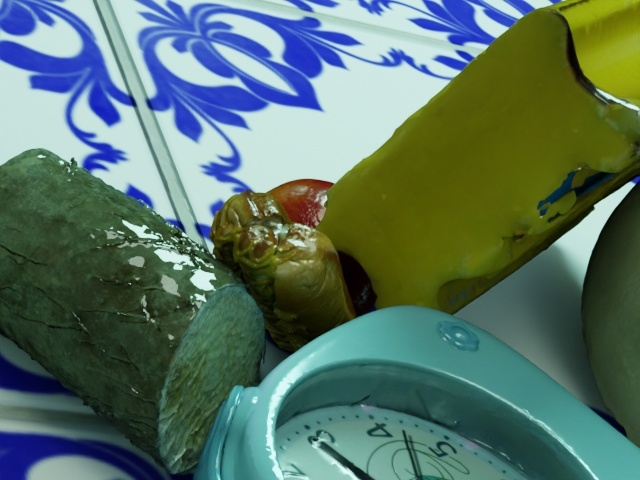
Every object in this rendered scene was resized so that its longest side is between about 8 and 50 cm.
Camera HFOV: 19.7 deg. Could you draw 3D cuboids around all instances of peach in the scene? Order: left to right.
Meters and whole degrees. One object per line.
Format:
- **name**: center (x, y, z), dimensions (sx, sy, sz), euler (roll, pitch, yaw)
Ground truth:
- **peach**: center (-0.001, -0.001, 1.080), dimensions (0.098, 0.061, 0.098), euler (23, 23, -10)

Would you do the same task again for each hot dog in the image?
- **hot dog**: center (-0.016, 0.024, 0.961), dimensions (0.071, 0.045, 0.165), euler (42, -10, 20)

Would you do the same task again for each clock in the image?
- **clock**: center (0.045, 0.144, 0.859), dimensions (0.223, 0.094, 0.274), euler (40, 34, 24)

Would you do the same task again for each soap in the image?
- **soap**: center (0.139, -0.063, 1.086), dimensions (0.096, 0.204, 0.324), euler (52, 27, 6)

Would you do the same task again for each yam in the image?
- **yam**: center (-0.112, 0.026, 0.912), dimensions (0.183, 0.107, 0.107), euler (34, 30, 19)

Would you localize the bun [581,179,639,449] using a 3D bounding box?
- **bun**: center (0.347, 0.054, 1.123), dimensions (0.364, 0.202, 0.364), euler (17, 31, -11)
